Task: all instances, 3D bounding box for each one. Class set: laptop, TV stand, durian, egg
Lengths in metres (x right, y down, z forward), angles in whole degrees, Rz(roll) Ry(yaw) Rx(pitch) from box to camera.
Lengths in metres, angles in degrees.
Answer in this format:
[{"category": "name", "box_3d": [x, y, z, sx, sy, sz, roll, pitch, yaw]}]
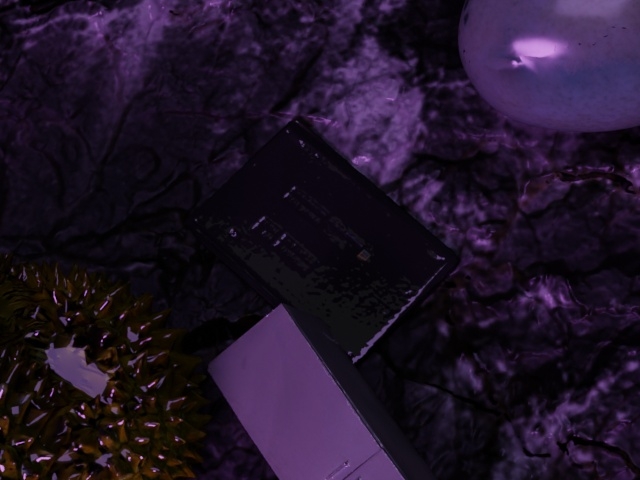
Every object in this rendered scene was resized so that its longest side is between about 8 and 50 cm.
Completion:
[{"category": "laptop", "box_3d": [0.000, 0.000, 1.333, 0.197, 0.016, 0.135, 41, 79, 21]}, {"category": "TV stand", "box_3d": [0.031, 0.178, 1.211, 0.083, 0.088, 0.269, -41, 67, 8]}, {"category": "durian", "box_3d": [-0.230, 0.144, 1.215, 0.291, 0.225, 0.291, 15, 48, -17]}, {"category": "egg", "box_3d": [0.224, -0.170, 1.279, 0.236, 0.169, 0.169, -12, 67, 6]}]
